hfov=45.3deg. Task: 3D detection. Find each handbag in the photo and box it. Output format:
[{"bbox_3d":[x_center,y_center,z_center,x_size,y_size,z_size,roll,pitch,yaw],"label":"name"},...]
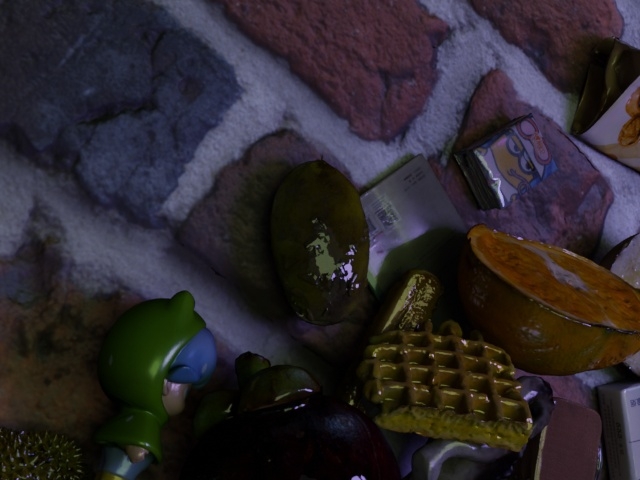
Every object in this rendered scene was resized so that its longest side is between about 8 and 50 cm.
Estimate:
[{"bbox_3d":[0.405,0.370,1.312,0.151,0.072,0.193,19,76,-24],"label":"handbag"}]

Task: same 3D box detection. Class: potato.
[{"bbox_3d":[0.000,0.000,1.118,0.149,0.113,0.251,1,87,-17],"label":"potato"},{"bbox_3d":[0.577,0.123,1.392,0.299,0.116,0.239,47,71,-18],"label":"potato"}]

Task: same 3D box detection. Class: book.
[{"bbox_3d":[0.161,0.027,1.245,0.214,0.025,0.283,-35,101,-23],"label":"book"}]

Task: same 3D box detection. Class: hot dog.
[{"bbox_3d":[0.093,0.173,1.168,0.083,0.068,0.289,33,82,-6],"label":"hot dog"}]

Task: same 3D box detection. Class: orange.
[{"bbox_3d":[0.351,0.085,1.178,0.310,0.274,0.274,46,66,-40],"label":"orange"}]

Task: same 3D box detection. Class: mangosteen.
[{"bbox_3d":[-0.038,0.308,0.989,0.300,0.300,0.300,2,85,-26],"label":"mangosteen"}]

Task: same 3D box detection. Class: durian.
[{"bbox_3d":[-0.343,0.305,0.935,0.208,0.102,0.147,12,75,-29],"label":"durian"}]

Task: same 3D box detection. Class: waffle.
[{"bbox_3d":[0.161,0.179,1.062,0.229,0.219,0.057,11,119,-3],"label":"waffle"}]

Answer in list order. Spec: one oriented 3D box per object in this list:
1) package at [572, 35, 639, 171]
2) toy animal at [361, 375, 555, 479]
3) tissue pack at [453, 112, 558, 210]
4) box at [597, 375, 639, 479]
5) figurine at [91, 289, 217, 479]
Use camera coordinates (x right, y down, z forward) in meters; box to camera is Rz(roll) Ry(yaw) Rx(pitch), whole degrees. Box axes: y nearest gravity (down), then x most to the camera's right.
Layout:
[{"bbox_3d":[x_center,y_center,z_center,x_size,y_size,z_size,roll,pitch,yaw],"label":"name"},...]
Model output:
[{"bbox_3d":[0.646,-0.253,1.458,0.311,0.221,0.165,20,38,-22],"label":"package"},{"bbox_3d":[0.221,0.363,1.140,0.302,0.194,0.344,-6,111,-29],"label":"toy animal"},{"bbox_3d":[0.320,-0.135,1.314,0.155,0.065,0.116,-32,101,-24],"label":"tissue pack"},{"bbox_3d":[0.602,0.382,1.407,0.168,0.071,0.259,-7,88,-27],"label":"box"},{"bbox_3d":[-0.219,0.191,0.962,0.143,0.162,0.263,23,67,-13],"label":"figurine"}]
